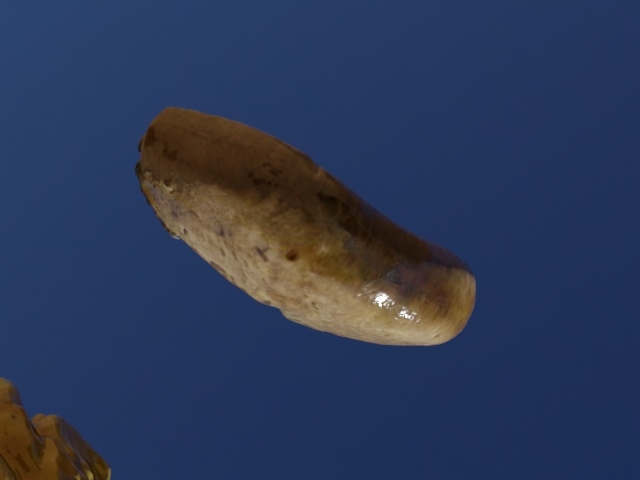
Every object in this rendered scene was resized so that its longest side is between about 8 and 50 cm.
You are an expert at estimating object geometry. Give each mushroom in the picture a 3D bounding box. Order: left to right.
[{"bbox_3d":[-0.002,0.001,0.994,0.094,0.210,0.072,-21,-140,62],"label":"mushroom"}]

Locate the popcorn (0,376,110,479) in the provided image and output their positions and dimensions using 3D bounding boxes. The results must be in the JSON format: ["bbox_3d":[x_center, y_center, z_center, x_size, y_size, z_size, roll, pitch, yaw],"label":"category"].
[{"bbox_3d":[-0.160,0.165,0.883,0.140,0.163,0.194,-14,-138,-1],"label":"popcorn"}]
